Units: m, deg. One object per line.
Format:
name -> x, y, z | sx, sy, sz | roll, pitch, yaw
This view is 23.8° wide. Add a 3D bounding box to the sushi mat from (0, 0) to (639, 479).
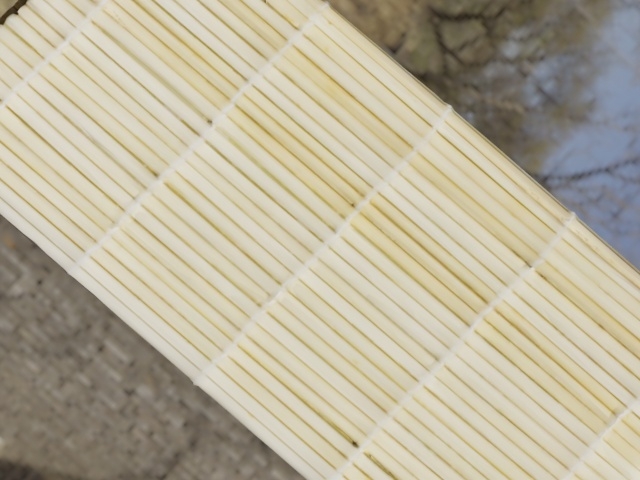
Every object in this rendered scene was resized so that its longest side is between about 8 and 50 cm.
sushi mat -> 0.000, 0.000, 0.601 | 0.151, 0.316, 0.019 | -49, 177, -3
